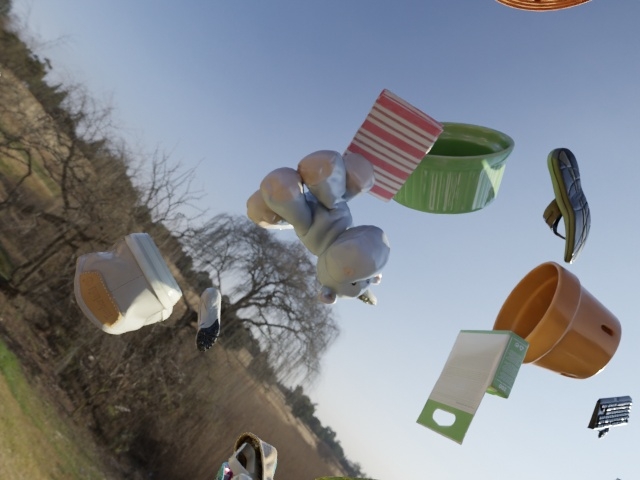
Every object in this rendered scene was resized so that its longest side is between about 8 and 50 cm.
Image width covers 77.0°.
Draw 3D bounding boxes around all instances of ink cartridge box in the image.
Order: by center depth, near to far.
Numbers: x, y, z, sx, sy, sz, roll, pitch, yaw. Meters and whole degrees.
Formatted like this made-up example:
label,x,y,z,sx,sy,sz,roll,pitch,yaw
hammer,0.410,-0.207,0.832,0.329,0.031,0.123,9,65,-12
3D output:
label,x,y,z,sx,sy,sz,roll,pitch,yaw
ink cartridge box,0.306,0.295,0.823,0.056,0.235,0.171,34,-18,-7

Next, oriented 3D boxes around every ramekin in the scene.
label,x,y,z,sx,sy,sz,roll,pitch,yaw
ramekin,0.302,-0.184,0.997,0.303,0.303,0.148,30,-47,42

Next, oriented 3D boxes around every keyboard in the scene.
label,x,y,z,sx,sy,sz,roll,pitch,yaw
keyboard,0.725,0.443,1.004,0.180,0.108,0.023,11,8,-31

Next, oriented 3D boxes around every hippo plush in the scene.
label,x,y,z,sx,sy,sz,roll,pitch,yaw
hippo plush,0.000,0.000,0.759,0.294,0.234,0.236,-52,-126,56

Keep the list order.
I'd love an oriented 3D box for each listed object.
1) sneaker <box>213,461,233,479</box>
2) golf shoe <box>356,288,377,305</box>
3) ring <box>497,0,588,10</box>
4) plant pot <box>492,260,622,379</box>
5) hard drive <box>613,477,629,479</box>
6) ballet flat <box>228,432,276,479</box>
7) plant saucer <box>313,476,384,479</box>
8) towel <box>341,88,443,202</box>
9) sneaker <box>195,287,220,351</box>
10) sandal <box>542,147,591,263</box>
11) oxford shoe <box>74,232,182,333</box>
label,x,y,z,sx,sy,sz,roll,pitch,yaw
sneaker,-0.208,0.501,0.734,0.296,0.178,0.124,0,-27,19
golf shoe,0.104,0.102,1.092,0.176,0.086,0.069,46,-21,-16
ring,0.448,-0.568,0.744,0.337,0.032,0.336,14,-12,3
plant pot,0.627,0.230,1.070,0.204,0.290,0.291,31,-22,6
hard drive,0.725,0.648,0.801,0.339,0.064,0.236,23,-65,18
ballet flat,-0.101,0.330,0.531,0.073,0.080,0.232,50,-7,-3
plant saucer,0.101,0.564,0.888,0.241,0.037,0.241,5,-38,4
towel,0.129,-0.180,0.801,0.144,0.029,0.197,26,-59,-14
sneaker,-0.429,0.299,1.530,0.085,0.237,0.086,14,-18,-29
sandal,0.626,-0.089,1.044,0.086,0.120,0.302,-4,-74,53
oxford shoe,-0.342,0.086,0.704,0.169,0.130,0.449,60,-25,-4
